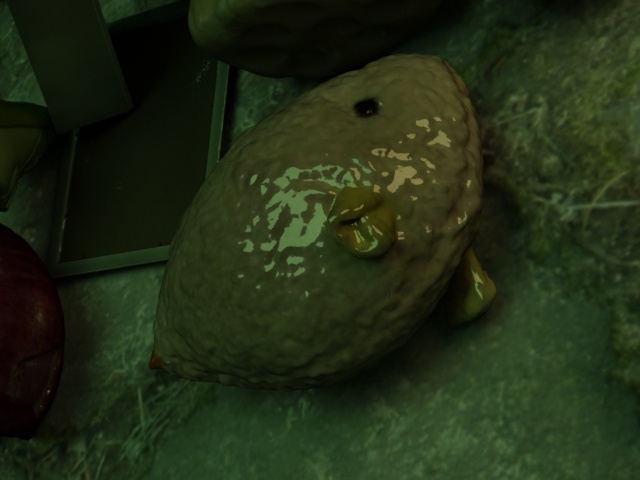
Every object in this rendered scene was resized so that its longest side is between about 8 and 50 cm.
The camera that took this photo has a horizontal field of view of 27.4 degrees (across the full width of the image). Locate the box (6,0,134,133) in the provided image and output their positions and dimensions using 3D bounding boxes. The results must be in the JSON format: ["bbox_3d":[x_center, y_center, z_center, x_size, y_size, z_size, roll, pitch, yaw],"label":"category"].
[{"bbox_3d":[-0.265,-0.235,1.316,0.086,0.225,0.130,-18,57,-6],"label":"box"}]

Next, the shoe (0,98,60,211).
[{"bbox_3d":[-0.368,-0.097,1.352,0.140,0.262,0.128,15,89,6],"label":"shoe"}]

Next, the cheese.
[{"bbox_3d":[-0.011,-0.231,1.167,0.235,0.218,0.117,-12,75,9],"label":"cheese"}]

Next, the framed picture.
[{"bbox_3d":[-0.184,-0.109,1.369,0.232,0.019,0.296,-8,68,35],"label":"framed picture"}]

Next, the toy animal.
[{"bbox_3d":[-0.005,0.005,1.079,0.358,0.188,0.226,-45,46,14],"label":"toy animal"}]

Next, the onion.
[{"bbox_3d":[-0.378,0.079,1.305,0.256,0.272,0.231,7,68,1],"label":"onion"}]
